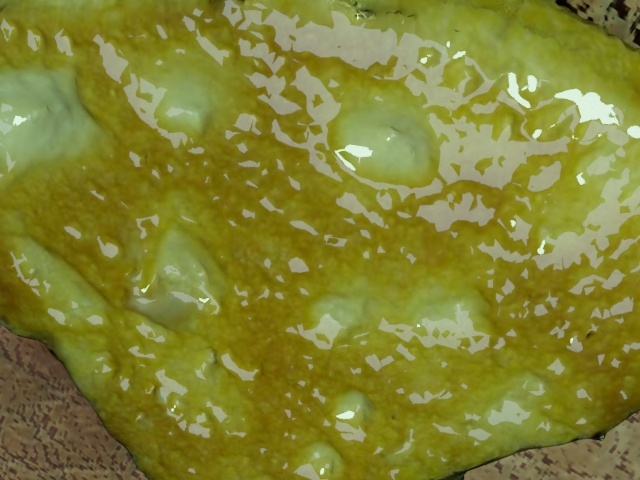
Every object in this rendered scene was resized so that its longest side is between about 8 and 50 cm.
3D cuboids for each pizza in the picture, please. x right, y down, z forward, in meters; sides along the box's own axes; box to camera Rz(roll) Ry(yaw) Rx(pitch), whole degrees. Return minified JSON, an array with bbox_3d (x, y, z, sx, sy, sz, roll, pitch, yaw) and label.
[{"bbox_3d":[0.000,0.000,0.610,0.409,0.114,0.277,10,125,12],"label":"pizza"}]
